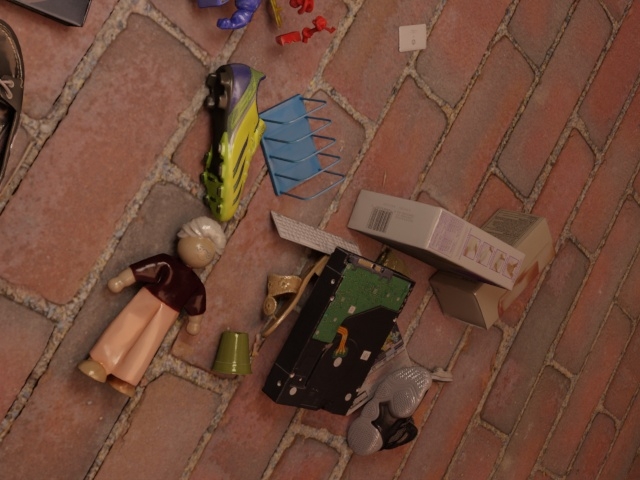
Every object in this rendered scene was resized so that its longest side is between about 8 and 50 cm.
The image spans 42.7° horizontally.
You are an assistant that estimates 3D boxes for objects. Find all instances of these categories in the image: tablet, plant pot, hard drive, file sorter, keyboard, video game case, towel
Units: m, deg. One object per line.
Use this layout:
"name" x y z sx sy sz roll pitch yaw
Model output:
"tablet" 0.200 -0.440 1.780 0.083 0.006 0.054 -16 113 -36
"plant pot" -0.170 0.219 1.610 0.083 0.083 0.079 10 82 -42
"hard drive" 0.042 0.197 1.723 0.237 0.064 0.339 21 98 -47
"file sorter" -0.034 -0.180 1.587 0.118 0.104 0.170 -32 121 -30
"keyboard" 0.000 0.000 1.694 0.256 0.072 0.014 20 120 -42
"video game case" 0.107 0.277 1.873 0.201 0.023 0.183 -32 122 -18
"towel" 0.148 0.104 1.876 0.110 0.027 0.148 42 75 -39

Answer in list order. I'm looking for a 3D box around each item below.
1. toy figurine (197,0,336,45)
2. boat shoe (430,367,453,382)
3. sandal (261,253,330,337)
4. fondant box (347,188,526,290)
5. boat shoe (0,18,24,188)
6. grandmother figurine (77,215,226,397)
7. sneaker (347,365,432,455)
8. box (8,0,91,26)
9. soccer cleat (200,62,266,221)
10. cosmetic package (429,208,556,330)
"toy figurine" -0.137 -0.482 1.353 0.217 0.191 0.363 -24 116 -27
"boat shoe" 0.298 0.339 2.071 0.100 0.035 0.035 11 67 -38
"sandal" -0.070 0.089 1.670 0.079 0.088 0.240 45 61 -6
"fondant box" 0.257 0.000 1.797 0.330 0.238 0.096 22 87 -42
"boat shoe" -0.493 -0.160 1.204 0.112 0.095 0.335 9 96 -42
"grandmother figurine" -0.280 0.109 1.465 0.342 0.104 0.208 -58 139 -8
"sneaker" 0.186 0.395 1.913 0.153 0.101 0.269 14 120 -51
"box" -0.435 -0.441 1.199 0.232 0.059 0.183 17 92 -42
"soccer cleat" -0.148 -0.175 1.495 0.121 0.093 0.289 -3 103 -35
"cosmetic package" 0.429 0.066 2.024 0.296 0.153 0.129 -41 124 -23
